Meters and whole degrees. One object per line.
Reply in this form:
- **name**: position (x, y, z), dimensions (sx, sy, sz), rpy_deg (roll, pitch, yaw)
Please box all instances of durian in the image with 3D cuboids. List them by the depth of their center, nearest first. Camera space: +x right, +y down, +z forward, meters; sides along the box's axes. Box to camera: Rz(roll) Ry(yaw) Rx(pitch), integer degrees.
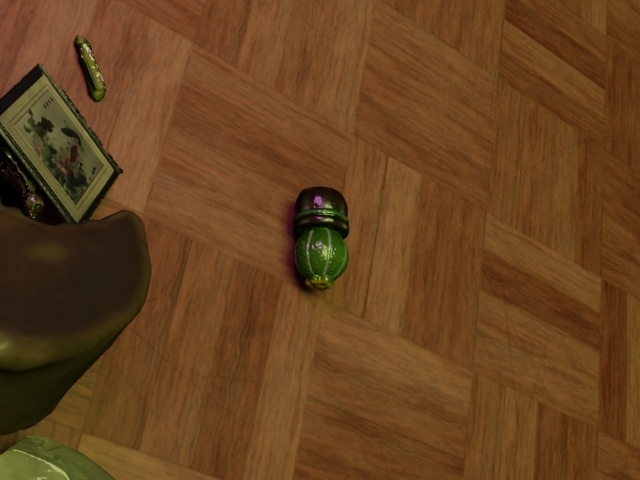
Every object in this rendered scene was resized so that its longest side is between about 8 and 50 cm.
- **durian**: position (-0.424, -0.093, 1.302), dimensions (0.187, 0.119, 0.108), rpy_deg (63, 12, -1)

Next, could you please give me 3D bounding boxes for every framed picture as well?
- **framed picture**: position (-0.353, -0.129, 1.331), dimensions (0.199, 0.010, 0.195), rpy_deg (57, 20, -22)

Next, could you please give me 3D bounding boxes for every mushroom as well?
- **mushroom**: position (-0.307, 0.312, 1.208), dimensions (0.247, 0.096, 0.108), rpy_deg (34, 29, -26)

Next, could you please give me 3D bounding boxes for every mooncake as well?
- **mooncake**: position (-0.422, 0.031, 1.119), dimensions (0.394, 0.246, 0.393), rpy_deg (45, 26, 7)

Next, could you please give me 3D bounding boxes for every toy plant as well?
- **toy plant**: position (0.000, 0.000, 1.582), dimensions (0.093, 0.093, 0.162), rpy_deg (15, 66, -33)

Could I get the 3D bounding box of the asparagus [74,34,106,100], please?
- **asparagus**: position (-0.344, -0.260, 1.466), dimensions (0.025, 0.021, 0.108), rpy_deg (-14, 80, -40)
